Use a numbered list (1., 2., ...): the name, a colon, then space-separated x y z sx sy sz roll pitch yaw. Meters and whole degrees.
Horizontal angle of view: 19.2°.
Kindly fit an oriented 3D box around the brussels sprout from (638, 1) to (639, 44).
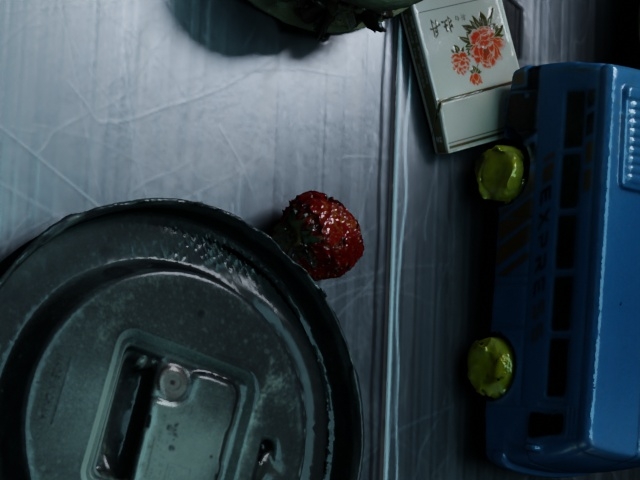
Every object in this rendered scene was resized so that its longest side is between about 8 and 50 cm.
1. brussels sprout: 0.455 -0.210 1.877 0.273 0.242 0.317 19 74 -25

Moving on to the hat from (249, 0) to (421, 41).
1. hat: 0.048 -0.274 1.630 0.257 0.130 0.257 -12 122 -20

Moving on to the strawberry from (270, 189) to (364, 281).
1. strawberry: 0.000 0.000 1.671 0.096 0.083 0.083 5 81 -63

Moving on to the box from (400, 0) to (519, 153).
1. box: 0.134 -0.189 1.799 0.109 0.029 0.198 -17 94 -32

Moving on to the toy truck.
1. toy truck: 0.246 0.029 1.761 0.161 0.162 0.385 10 82 -38

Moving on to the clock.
1. clock: -0.140 0.157 1.565 0.386 0.076 0.386 3 84 -32
